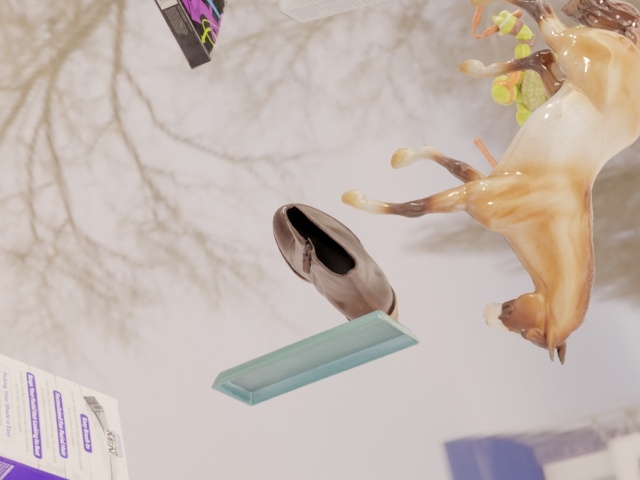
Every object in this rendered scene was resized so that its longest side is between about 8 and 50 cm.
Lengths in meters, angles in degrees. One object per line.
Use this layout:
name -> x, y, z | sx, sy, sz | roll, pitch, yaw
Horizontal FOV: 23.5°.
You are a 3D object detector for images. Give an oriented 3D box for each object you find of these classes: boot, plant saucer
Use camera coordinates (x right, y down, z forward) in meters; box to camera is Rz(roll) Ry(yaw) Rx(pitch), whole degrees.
boot -> 0.000, 0.000, 1.831 | 0.248, 0.090, 0.207 | 47, 175, 32
plant saucer -> -0.006, 0.108, 1.416 | 0.067, 0.192, 0.018 | 33, -137, -50

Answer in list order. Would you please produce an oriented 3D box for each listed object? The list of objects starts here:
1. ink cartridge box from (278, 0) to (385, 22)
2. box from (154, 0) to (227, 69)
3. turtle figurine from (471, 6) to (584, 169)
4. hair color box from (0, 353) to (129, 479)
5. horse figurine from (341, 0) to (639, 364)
ink cartridge box -> 0.088, -0.449, 1.783 | 0.071, 0.330, 0.324 | 10, -109, -63
box -> -0.142, -0.270, 1.640 | 0.162, 0.029, 0.116 | -86, -28, -56
turtle figurine -> 0.304, -0.235, 2.127 | 0.217, 0.087, 0.270 | -22, -71, -37
hair color box -> -0.419, 0.252, 2.020 | 0.338, 0.110, 0.185 | 26, -149, -34
horse figurine -> 0.137, -0.069, 0.976 | 0.263, 0.174, 0.066 | -56, -36, -17
